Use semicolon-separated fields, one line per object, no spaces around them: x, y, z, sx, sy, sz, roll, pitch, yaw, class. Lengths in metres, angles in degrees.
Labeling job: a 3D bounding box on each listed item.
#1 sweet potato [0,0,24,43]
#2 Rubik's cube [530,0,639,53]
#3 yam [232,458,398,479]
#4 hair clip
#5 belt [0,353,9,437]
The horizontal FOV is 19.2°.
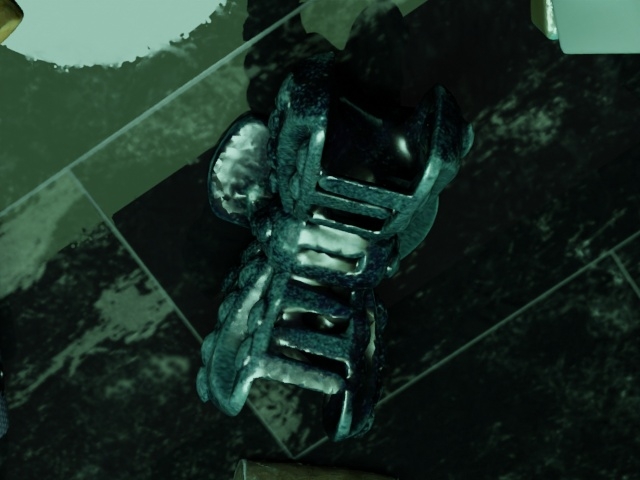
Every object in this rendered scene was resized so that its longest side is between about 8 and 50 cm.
-0.387;-0.233;1.410;0.336;0.131;0.131;40;101;-12;sweet potato
0.257;-0.260;1.422;0.224;0.213;0.265;-7;108;-3;Rubik's cube
-0.006;0.234;1.647;0.141;0.079;0.079;9;109;-8;yam
0.001;-0.005;1.494;0.194;0.206;0.310;17;112;-7;hair clip
-0.371;0.128;1.531;0.230;0.139;0.126;-2;111;0;belt
